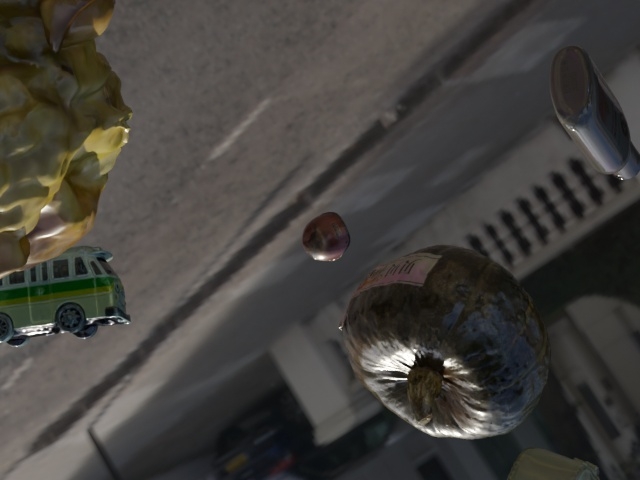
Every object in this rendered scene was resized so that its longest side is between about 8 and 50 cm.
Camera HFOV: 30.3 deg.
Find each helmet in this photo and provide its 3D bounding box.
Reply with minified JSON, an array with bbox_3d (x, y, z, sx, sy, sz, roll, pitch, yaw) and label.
[{"bbox_3d":[-0.002,0.001,1.600,0.049,0.065,0.084,-21,166,-34],"label":"helmet"}]

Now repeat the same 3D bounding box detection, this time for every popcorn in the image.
[{"bbox_3d":[-0.271,-0.099,0.912,0.265,0.225,0.332,-46,175,-42],"label":"popcorn"}]

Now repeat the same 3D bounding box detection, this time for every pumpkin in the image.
[{"bbox_3d":[0.145,0.134,1.390,0.189,0.260,0.260,-55,-177,-31],"label":"pumpkin"}]

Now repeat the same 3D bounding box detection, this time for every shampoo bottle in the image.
[{"bbox_3d":[0.241,-0.099,1.020,0.040,0.080,0.165,-15,151,26],"label":"shampoo bottle"}]

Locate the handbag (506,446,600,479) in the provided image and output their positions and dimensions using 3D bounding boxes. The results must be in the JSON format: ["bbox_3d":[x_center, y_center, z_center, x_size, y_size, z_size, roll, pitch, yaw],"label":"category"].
[{"bbox_3d":[0.214,0.335,1.163,0.219,0.079,0.256,41,70,-56],"label":"handbag"}]

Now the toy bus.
[{"bbox_3d":[-0.493,0.099,2.135,0.276,0.164,0.133,-8,170,-1],"label":"toy bus"}]
